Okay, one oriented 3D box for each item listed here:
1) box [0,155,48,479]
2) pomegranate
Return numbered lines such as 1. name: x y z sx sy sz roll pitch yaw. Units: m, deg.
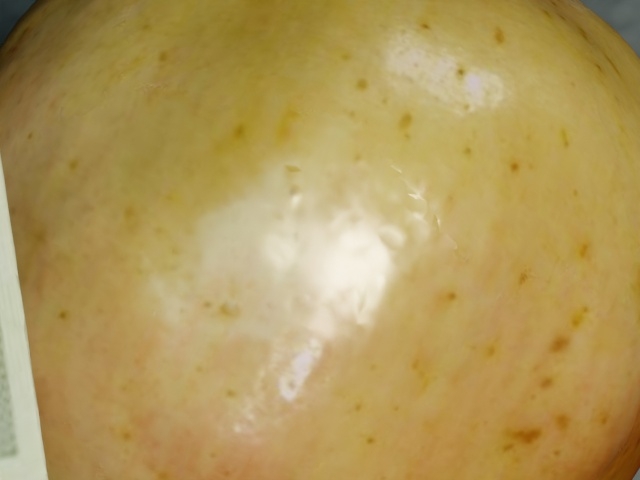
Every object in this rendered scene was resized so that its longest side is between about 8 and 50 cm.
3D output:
1. box: -0.148 -0.003 0.479 0.069 0.256 0.164 -6 82 -28
2. pomegranate: -0.003 0.002 0.483 0.191 0.191 0.191 -1 84 9
